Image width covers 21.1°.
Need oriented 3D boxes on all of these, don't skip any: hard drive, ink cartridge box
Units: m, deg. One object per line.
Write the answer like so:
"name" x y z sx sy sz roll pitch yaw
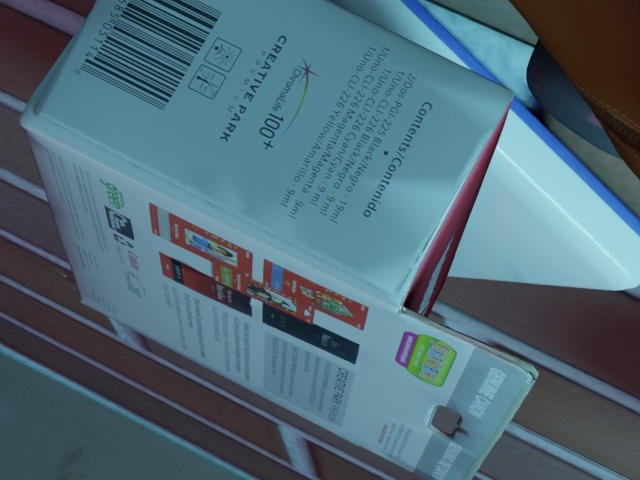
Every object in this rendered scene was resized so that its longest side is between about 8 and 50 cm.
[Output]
"hard drive" 0.021 -0.081 0.972 0.319 0.040 0.210 40 160 -29
"ink cartridge box" 0.000 0.000 0.940 0.272 0.130 0.309 27 163 6

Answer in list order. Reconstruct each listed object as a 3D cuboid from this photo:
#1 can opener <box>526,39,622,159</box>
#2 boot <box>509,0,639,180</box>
"can opener" 0.064 -0.117 0.701 0.283 0.095 0.076 24 162 -1
"boot" 0.099 -0.088 0.525 0.283 0.109 0.220 56 -179 -30
